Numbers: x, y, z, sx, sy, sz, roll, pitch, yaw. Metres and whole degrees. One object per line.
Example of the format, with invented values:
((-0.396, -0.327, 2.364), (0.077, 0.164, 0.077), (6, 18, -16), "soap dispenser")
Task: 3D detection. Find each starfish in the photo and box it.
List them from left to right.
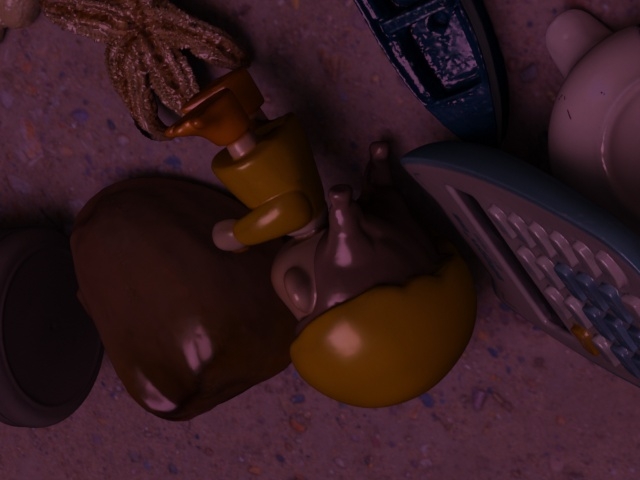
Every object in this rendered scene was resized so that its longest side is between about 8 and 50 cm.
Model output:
((-0.180, -0.205, 1.796), (0.216, 0.071, 0.238), (-7, 108, 25), "starfish")

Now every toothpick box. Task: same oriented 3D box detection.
((-0.407, 0.082, 2.002), (0.316, 0.229, 0.229), (-1, 117, 30), "toothpick box")

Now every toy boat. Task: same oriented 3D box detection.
((0.093, -0.208, 1.649), (0.096, 0.062, 0.299), (-21, 105, 35), "toy boat")

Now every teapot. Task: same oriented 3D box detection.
((0.308, -0.067, 1.573), (0.208, 0.166, 0.300), (-42, 103, -3), "teapot")

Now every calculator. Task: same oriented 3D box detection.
((0.217, 0.030, 1.577), (0.256, 0.054, 0.386), (52, 172, -28), "calculator")

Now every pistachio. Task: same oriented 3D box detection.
((-0.135, 0.043, 1.866), (0.212, 0.163, 0.260), (-34, 77, -1), "pistachio")

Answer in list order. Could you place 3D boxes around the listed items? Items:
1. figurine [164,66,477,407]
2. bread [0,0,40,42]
((0.000, 0.000, 1.714), (0.187, 0.215, 0.344), (-32, 104, 33), "figurine")
((-0.394, -0.298, 1.868), (0.182, 0.039, 0.251), (-20, 107, 34), "bread")
